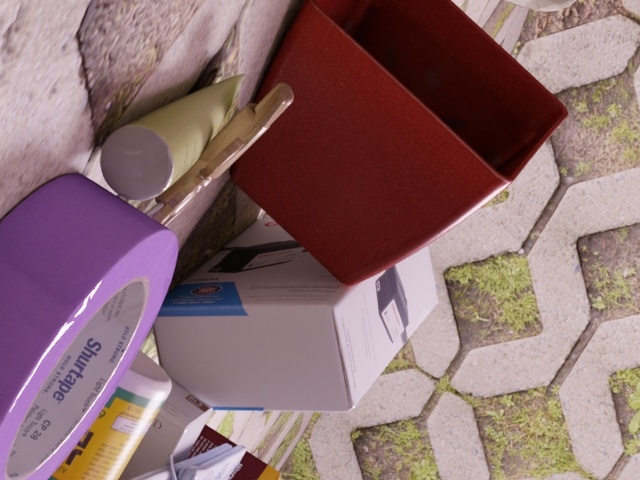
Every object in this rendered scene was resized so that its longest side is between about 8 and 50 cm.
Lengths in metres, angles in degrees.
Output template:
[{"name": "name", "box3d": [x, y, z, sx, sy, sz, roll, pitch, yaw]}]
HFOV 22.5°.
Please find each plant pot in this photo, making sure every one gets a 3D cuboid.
[{"name": "plant pot", "box3d": [0.061, -0.113, 1.706, 0.236, 0.267, 0.267, -47, 178, 29]}]

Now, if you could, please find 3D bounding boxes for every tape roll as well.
[{"name": "tape roll", "box3d": [-0.223, 0.086, 1.258, 0.274, 0.090, 0.275, -57, 172, -12]}]

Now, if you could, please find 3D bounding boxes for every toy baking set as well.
[{"name": "toy baking set", "box3d": [-0.123, -0.050, 1.438, 0.256, 0.030, 0.197, -41, -177, 36]}]

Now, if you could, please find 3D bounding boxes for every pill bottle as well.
[{"name": "pill bottle", "box3d": [-0.234, 0.188, 1.460, 0.208, 0.118, 0.117, -58, 172, 5]}]

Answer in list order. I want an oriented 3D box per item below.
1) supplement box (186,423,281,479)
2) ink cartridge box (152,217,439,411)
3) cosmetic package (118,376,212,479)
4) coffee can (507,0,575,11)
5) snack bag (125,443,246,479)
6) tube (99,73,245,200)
[{"name": "supplement box", "box3d": [-0.186, 0.330, 1.977, 0.191, 0.194, 0.129, -53, 170, -34]}, {"name": "ink cartridge box", "box3d": [-0.022, 0.075, 1.839, 0.307, 0.223, 0.129, -43, 127, -61]}, {"name": "cosmetic package", "box3d": [-0.225, 0.252, 1.748, 0.231, 0.117, 0.085, -63, 169, 20]}, {"name": "coffee can", "box3d": [0.294, -0.445, 1.951, 0.275, 0.202, 0.201, -55, 171, -18]}, {"name": "snack bag", "box3d": [-0.220, 0.362, 1.690, 0.323, 0.037, 0.342, -58, 165, 9]}, {"name": "tube", "box3d": [-0.117, -0.089, 1.354, 0.240, 0.070, 0.062, -53, 134, -73]}]
